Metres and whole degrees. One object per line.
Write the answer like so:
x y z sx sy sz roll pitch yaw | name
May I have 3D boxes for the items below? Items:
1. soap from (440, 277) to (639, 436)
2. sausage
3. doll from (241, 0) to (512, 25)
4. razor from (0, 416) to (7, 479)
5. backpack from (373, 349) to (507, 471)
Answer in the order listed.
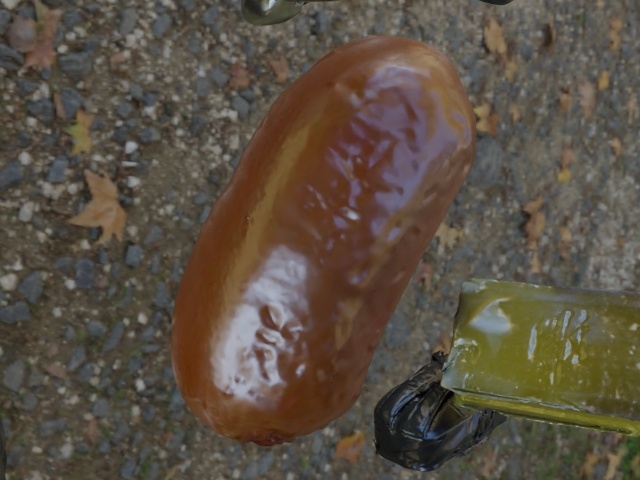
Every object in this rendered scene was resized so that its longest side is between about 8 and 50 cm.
0.252 0.117 0.879 0.076 0.233 0.135 56 45 -56 | soap
-0.002 -0.001 0.502 0.133 0.133 0.258 18 103 -53 | sausage
-0.062 -0.196 0.296 0.235 0.330 0.174 -48 171 -38 | doll
-0.295 0.205 0.545 0.327 0.107 0.189 -56 143 -85 | razor
0.136 0.207 1.002 0.165 0.120 0.105 -25 119 -36 | backpack
